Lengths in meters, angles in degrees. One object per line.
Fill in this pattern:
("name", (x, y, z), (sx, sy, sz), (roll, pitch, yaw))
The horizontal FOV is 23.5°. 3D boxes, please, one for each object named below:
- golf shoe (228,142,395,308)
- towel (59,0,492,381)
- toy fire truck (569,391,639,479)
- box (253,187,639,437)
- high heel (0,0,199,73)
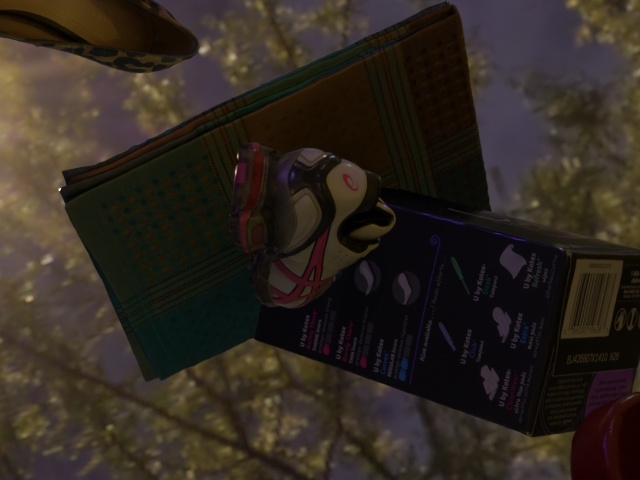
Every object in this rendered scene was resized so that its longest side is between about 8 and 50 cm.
("golf shoe", (0.000, 0.000, 0.883), (0.186, 0.086, 0.067), (73, -158, -74))
("towel", (-0.026, -0.036, 1.356), (0.040, 0.370, 0.271), (54, 166, 41))
("toy fire truck", (0.304, 0.174, 0.872), (0.254, 0.169, 0.302), (2, -116, -38))
("box", (0.108, 0.046, 1.225), (0.165, 0.270, 0.143), (4, -80, -53))
("high heel", (-0.218, -0.198, 1.249), (0.261, 0.186, 0.093), (18, -96, -71))
